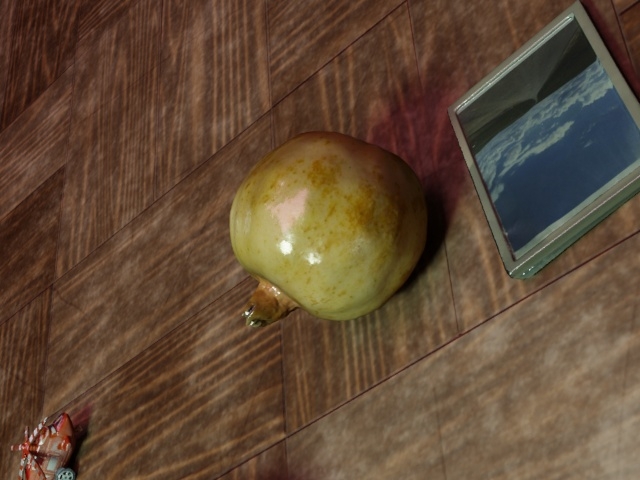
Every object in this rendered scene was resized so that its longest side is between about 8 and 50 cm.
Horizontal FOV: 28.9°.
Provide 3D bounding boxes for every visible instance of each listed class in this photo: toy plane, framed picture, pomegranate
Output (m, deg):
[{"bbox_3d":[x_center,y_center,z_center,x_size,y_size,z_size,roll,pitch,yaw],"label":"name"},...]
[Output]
[{"bbox_3d":[-0.368,0.321,1.626,0.126,0.077,0.194,-13,64,51],"label":"toy plane"},{"bbox_3d":[0.226,-0.103,1.220,0.189,0.023,0.260,-39,39,24],"label":"framed picture"},{"bbox_3d":[0.009,-0.014,1.289,0.207,0.207,0.207,-31,44,36],"label":"pomegranate"}]
